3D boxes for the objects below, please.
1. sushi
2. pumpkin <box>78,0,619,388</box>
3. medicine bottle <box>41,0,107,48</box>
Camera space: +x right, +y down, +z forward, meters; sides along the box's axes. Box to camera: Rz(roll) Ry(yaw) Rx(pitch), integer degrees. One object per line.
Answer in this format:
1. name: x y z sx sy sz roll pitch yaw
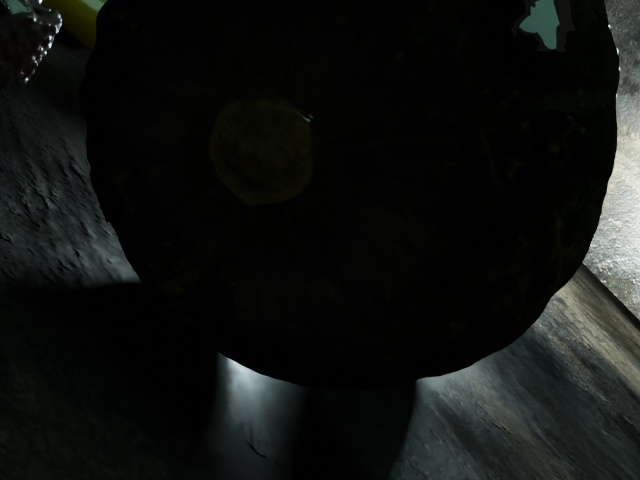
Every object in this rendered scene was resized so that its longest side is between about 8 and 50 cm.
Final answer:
1. sushi: -0.362 -0.254 1.119 0.241 0.107 0.161 26 17 -46
2. pumpkin: 0.026 -0.100 0.953 0.454 0.454 0.344 44 24 11
3. medicine bottle: -0.376 -0.343 1.406 0.309 0.076 0.111 33 9 -26
